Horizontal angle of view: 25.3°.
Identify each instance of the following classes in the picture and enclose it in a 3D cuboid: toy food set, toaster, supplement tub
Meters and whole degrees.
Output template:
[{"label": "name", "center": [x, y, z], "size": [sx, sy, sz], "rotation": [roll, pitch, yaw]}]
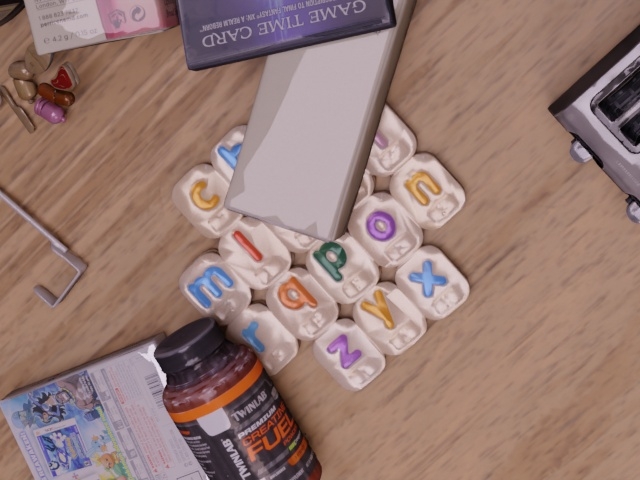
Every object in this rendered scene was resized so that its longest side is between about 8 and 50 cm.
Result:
[{"label": "toy food set", "center": [-0.267, -0.152, 1.394], "size": [0.122, 0.019, 0.078], "rotation": [-26, 100, 49]}, {"label": "toaster", "center": [0.323, -0.110, 1.278], "size": [0.185, 0.110, 0.168], "rotation": [-42, 94, 15]}, {"label": "supplement tub", "center": [-0.087, 0.175, 1.404], "size": [0.106, 0.106, 0.198], "rotation": [-26, 105, 14]}]

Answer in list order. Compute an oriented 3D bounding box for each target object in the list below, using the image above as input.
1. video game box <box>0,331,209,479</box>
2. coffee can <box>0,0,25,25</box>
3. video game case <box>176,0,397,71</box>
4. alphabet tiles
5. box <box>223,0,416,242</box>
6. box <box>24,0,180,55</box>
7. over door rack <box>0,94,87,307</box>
[{"label": "video game box", "center": [-0.207, 0.221, 1.476], "size": [0.187, 0.048, 0.205], "rotation": [-21, 98, 11]}, {"label": "coffee can", "center": [-0.384, -0.271, 1.274], "size": [0.201, 0.275, 0.201], "rotation": [2, 104, 9]}, {"label": "video game case", "center": [-0.049, -0.304, 1.257], "size": [0.196, 0.026, 0.274], "rotation": [-10, 89, 19]}, {"label": "alphabet tiles", "center": [0.000, 0.000, 1.404], "size": [0.284, 0.021, 0.278], "rotation": [-42, 93, 16]}, {"label": "box", "center": [0.007, -0.145, 1.312], "size": [0.113, 0.094, 0.275], "rotation": [19, 97, 7]}, {"label": "box", "center": [-0.206, -0.299, 1.304], "size": [0.127, 0.148, 0.232], "rotation": [-10, 101, 11]}, {"label": "over door rack", "center": [-0.359, -0.054, 1.342], "size": [0.108, 0.239, 0.324], "rotation": [-36, 94, 21]}]
